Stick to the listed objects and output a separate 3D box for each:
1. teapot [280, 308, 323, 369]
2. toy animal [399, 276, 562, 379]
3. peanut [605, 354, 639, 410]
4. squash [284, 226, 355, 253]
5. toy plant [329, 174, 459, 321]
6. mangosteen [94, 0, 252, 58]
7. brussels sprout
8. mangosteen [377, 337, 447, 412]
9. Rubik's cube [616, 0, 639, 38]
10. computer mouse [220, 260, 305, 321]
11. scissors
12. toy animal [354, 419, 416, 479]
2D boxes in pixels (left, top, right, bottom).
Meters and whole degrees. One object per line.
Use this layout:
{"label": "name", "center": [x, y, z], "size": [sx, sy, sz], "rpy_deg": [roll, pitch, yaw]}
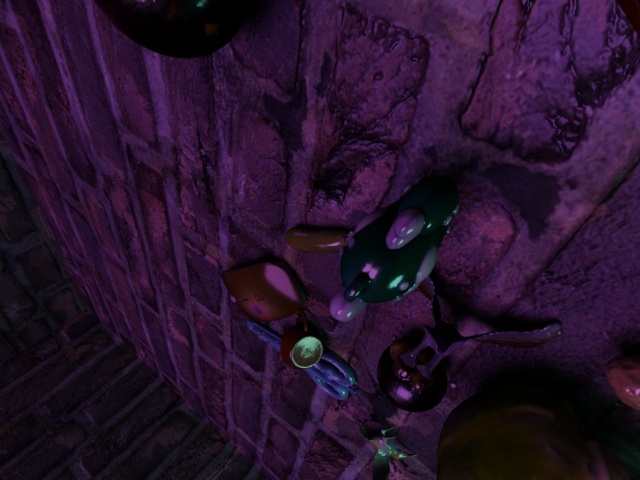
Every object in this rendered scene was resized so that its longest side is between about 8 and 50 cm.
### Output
{"label": "teapot", "center": [-0.054, 0.257, 1.018], "size": [0.116, 0.116, 0.173], "rpy_deg": [11, 102, 38]}
{"label": "toy animal", "center": [0.195, 0.150, 0.665], "size": [0.273, 0.160, 0.197], "rpy_deg": [39, 143, 24]}
{"label": "peanut", "center": [0.456, 0.197, 0.485], "size": [0.193, 0.089, 0.089], "rpy_deg": [20, 133, 31]}
{"label": "squash", "center": [0.000, 0.000, 0.788], "size": [0.184, 0.052, 0.052], "rpy_deg": [4, 124, 38]}
{"label": "toy plant", "center": [0.100, 0.009, 0.539], "size": [0.113, 0.243, 0.232], "rpy_deg": [39, 114, 12]}
{"label": "mangosteen", "center": [-0.204, -0.379, 0.557], "size": [0.265, 0.228, 0.228], "rpy_deg": [-113, 9, -58]}
{"label": "brussels sprout", "center": [0.353, 0.413, 0.625], "size": [0.371, 0.276, 0.314], "rpy_deg": [47, 126, 10]}
{"label": "mangosteen", "center": [0.174, 0.247, 0.759], "size": [0.137, 0.137, 0.151], "rpy_deg": [25, 144, 27]}
{"label": "Rubik's cube", "center": [0.204, -0.233, 0.249], "size": [0.284, 0.234, 0.249], "rpy_deg": [13, 130, 36]}
{"label": "computer mouse", "center": [-0.165, 0.131, 1.037], "size": [0.310, 0.072, 0.158], "rpy_deg": [-14, 109, 49]}
{"label": "scissors", "center": [-0.066, 0.320, 1.129], "size": [0.393, 0.032, 0.180], "rpy_deg": [25, 136, 27]}
{"label": "toy animal", "center": [0.175, 0.531, 1.037], "size": [0.155, 0.219, 0.095], "rpy_deg": [0, 109, 0]}
